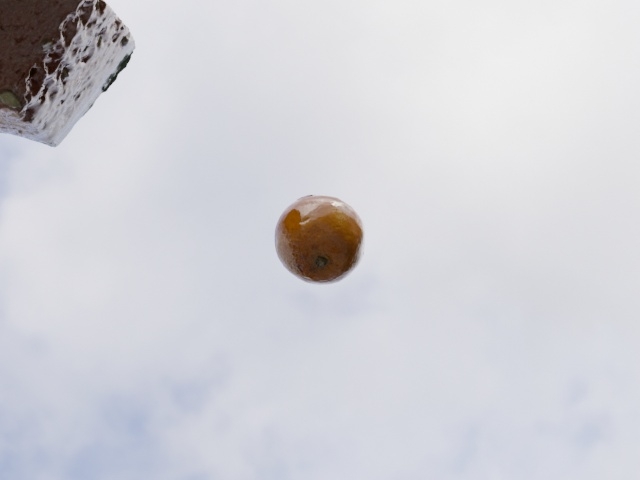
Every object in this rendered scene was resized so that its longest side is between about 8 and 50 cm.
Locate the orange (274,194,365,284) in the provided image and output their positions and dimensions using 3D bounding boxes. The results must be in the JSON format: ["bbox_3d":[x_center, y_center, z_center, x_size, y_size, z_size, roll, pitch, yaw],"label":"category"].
[{"bbox_3d":[-0.001,0.000,1.219,0.084,0.083,0.083,-17,-62,-34],"label":"orange"}]

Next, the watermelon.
[{"bbox_3d":[-0.249,-0.165,1.129,0.140,0.257,0.193,43,-105,-3],"label":"watermelon"}]
